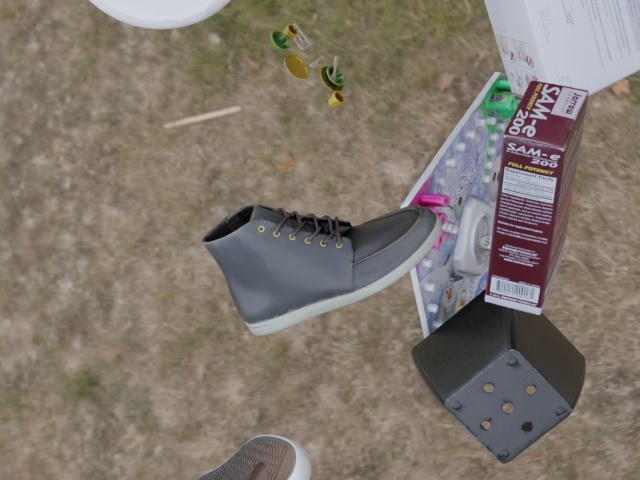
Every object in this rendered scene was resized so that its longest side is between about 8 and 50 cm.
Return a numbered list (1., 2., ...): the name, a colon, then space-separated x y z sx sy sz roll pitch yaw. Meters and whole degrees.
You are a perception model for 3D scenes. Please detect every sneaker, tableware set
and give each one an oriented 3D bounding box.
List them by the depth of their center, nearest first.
1. sneaker: 0.000 0.000 1.102 0.222 0.083 0.118 -27 112 11
2. sneaker: -0.072 0.347 1.580 0.290 0.123 0.106 -33 38 51
3. tableware set: -0.012 -0.275 1.777 0.024 0.104 0.154 -35 95 40

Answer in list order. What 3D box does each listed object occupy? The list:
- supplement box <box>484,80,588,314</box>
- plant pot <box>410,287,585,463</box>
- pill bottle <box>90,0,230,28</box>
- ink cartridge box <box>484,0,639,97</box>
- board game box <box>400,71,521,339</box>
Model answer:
1. supplement box: 0.249 -0.048 1.319 0.073 0.130 0.239 14 130 17
2. plant pot: 0.254 0.195 1.590 0.187 0.167 0.188 -41 101 15
3. pill bottle: -0.177 -0.390 1.367 0.224 0.392 0.224 -1 109 -2
4. ink cartridge box: 0.353 -0.371 1.493 0.271 0.130 0.309 -26 115 -10
5. board game box: 0.256 -0.003 1.797 0.050 0.390 0.390 9 132 30
